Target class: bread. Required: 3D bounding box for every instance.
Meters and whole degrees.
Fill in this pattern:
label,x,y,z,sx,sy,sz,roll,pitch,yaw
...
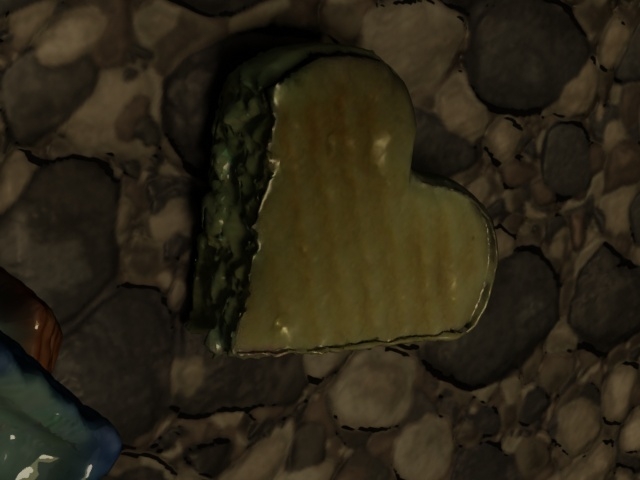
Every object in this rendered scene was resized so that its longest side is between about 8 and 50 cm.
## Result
label,x,y,z,sx,sy,sz,roll,pitch,yaw
bread,0.000,0.000,1.044,0.172,0.064,0.232,-49,132,-10

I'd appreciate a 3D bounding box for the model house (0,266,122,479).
label,x,y,z,sx,sy,sz,roll,pitch,yaw
model house,-0.215,0.123,0.809,0.329,0.251,0.295,-5,113,-46
